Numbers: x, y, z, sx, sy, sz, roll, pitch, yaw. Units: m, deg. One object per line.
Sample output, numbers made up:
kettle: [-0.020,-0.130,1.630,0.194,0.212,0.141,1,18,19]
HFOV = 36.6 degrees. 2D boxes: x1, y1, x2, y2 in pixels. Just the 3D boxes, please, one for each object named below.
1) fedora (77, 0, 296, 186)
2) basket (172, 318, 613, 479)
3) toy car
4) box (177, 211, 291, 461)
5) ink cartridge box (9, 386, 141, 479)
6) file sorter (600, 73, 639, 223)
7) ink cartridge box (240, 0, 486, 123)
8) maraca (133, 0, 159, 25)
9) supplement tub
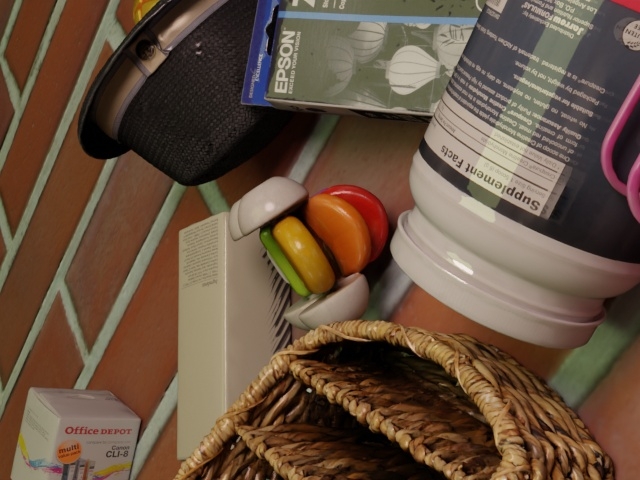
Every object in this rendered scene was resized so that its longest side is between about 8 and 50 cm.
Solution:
fedora: [-0.113,-0.178,1.110,0.152,0.334,0.334,46,127,5]
basket: [0.051,0.179,0.789,0.299,0.223,0.213,28,105,53]
toy car: [0.000,0.000,0.971,0.159,0.136,0.182,56,168,-3]
box: [-0.099,0.113,1.111,0.113,0.094,0.275,-17,70,51]
ink cartridge box: [-0.352,0.311,1.377,0.127,0.128,0.176,19,99,53]
file sorter: [0.283,-0.032,0.464,0.290,0.182,0.202,-95,28,-65]
ink cartridge box: [0.054,-0.197,0.898,0.333,0.065,0.165,9,91,32]
maraca: [-0.206,-0.329,1.349,0.127,0.099,0.185,-53,19,25]
supplement tub: [0.180,-0.080,0.695,0.191,0.191,0.272,46,119,47]
